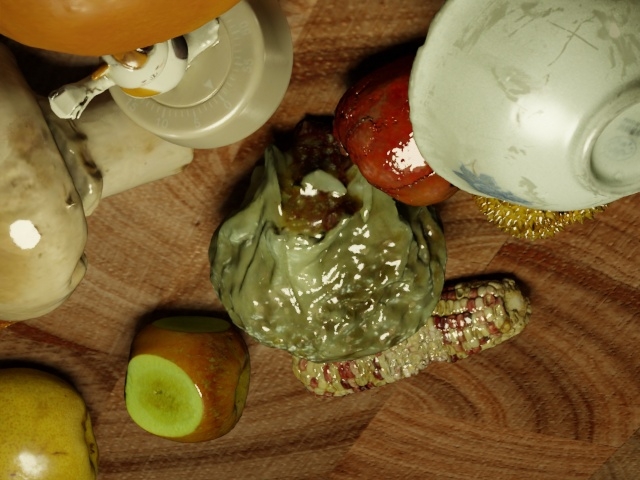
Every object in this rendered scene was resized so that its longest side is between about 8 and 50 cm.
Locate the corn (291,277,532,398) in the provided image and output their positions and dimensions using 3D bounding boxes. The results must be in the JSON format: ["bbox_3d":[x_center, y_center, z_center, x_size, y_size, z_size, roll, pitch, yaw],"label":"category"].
[{"bbox_3d":[0.103,0.112,2.281,0.290,0.098,0.098,-16,142,21],"label":"corn"}]

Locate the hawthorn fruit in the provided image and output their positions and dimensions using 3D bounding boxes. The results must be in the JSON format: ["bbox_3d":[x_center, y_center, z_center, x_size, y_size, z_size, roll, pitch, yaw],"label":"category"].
[{"bbox_3d":[0.102,-0.118,1.924,0.148,0.148,0.172,28,121,-34],"label":"hawthorn fruit"}]

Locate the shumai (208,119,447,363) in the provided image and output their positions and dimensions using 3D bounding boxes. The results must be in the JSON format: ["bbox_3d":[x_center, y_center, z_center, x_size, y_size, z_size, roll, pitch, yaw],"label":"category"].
[{"bbox_3d":[0.000,0.001,2.046,0.256,0.189,0.218,-9,146,4],"label":"shumai"}]

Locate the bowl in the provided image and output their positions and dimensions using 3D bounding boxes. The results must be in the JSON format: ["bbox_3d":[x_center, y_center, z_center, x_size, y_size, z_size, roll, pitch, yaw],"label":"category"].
[{"bbox_3d":[0.248,-0.124,1.767,0.313,0.146,0.313,-16,135,-17],"label":"bowl"}]

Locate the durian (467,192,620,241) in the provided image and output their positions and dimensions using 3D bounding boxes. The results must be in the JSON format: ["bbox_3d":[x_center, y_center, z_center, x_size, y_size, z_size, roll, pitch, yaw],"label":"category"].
[{"bbox_3d":[0.220,-0.068,1.997,0.168,0.137,0.158,-14,149,44],"label":"durian"}]

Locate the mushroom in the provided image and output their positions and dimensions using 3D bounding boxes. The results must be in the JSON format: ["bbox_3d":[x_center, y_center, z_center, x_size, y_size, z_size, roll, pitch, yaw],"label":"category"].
[{"bbox_3d":[-0.265,-0.075,1.888,0.290,0.292,0.292,-19,148,-14],"label":"mushroom"}]

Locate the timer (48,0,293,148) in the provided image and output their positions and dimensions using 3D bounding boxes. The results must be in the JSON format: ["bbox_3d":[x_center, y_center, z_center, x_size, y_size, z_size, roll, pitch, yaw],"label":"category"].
[{"bbox_3d":[-0.139,-0.163,1.715,0.175,0.175,0.266,-10,-178,14],"label":"timer"}]

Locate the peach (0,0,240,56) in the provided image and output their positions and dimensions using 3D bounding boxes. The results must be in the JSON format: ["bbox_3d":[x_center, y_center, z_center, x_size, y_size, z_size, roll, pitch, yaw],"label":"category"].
[{"bbox_3d":[-0.171,-0.315,1.465,0.342,0.343,0.302,-3,147,5],"label":"peach"}]

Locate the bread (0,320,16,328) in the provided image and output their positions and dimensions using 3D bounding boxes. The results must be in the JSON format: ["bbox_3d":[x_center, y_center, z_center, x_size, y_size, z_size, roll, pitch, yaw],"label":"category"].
[{"bbox_3d":[-0.451,-0.022,2.084,0.380,0.109,0.185,24,139,-27],"label":"bread"}]

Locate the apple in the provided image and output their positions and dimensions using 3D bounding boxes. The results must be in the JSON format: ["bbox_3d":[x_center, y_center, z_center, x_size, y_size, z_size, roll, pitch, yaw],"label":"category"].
[{"bbox_3d":[-0.161,0.164,2.300,0.147,0.163,0.146,8,103,8],"label":"apple"}]

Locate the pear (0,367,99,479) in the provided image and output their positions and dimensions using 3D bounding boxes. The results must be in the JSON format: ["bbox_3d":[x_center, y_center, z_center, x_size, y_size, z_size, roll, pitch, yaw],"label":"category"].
[{"bbox_3d":[-0.375,0.255,2.402,0.209,0.209,0.209,0,145,0],"label":"pear"}]
